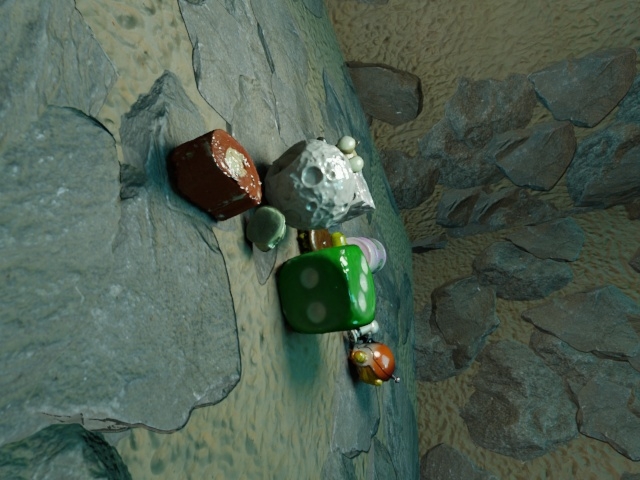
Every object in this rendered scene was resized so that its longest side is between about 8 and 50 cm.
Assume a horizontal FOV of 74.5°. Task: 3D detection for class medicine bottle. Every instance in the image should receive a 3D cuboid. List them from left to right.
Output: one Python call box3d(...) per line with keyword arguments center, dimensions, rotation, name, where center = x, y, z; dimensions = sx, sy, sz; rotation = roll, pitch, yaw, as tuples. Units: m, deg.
box3d(center=(0.210, 0.085, 2.199), dimensions=(0.325, 0.212, 0.212), rotation=(2, 76, -68), name="medicine bottle")

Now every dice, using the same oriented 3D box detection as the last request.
box3d(center=(0.032, 0.184, 1.568), dimensions=(0.297, 0.287, 0.300), rotation=(0, 77, -69), name="dice")

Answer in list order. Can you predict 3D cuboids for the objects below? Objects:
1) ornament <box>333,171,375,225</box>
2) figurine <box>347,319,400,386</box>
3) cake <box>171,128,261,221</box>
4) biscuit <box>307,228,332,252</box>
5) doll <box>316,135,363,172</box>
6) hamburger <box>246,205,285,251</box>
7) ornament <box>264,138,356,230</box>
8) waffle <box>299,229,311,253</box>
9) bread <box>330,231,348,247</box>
box3d(center=(0.084, -0.227, 1.958), dimensions=(0.239, 0.239, 0.240), rotation=(16, 54, -69), name="ornament")
box3d(center=(0.247, 0.555, 2.044), dimensions=(0.320, 0.196, 0.323), rotation=(15, 54, -74), name="figurine")
box3d(center=(-0.281, -0.185, 1.176), dimensions=(0.283, 0.150, 0.177), rotation=(42, 28, -57), name="cake")
box3d(center=(0.000, 0.000, 1.806), dimensions=(0.212, 0.036, 0.212), rotation=(45, 38, -51), name="biscuit")
box3d(center=(0.020, -0.311, 1.764), dimensions=(0.235, 0.329, 0.174), rotation=(69, 17, -3), name="doll")
box3d(center=(-0.176, -0.040, 1.372), dimensions=(0.140, 0.133, 0.062), rotation=(-53, 153, -2), name="hamburger")
box3d(center=(-0.031, -0.193, 1.542), dimensions=(0.337, 0.337, 0.337), rotation=(-13, 90, -69), name="ornament")
box3d(center=(-0.030, -0.002, 1.855), dimensions=(0.229, 0.051, 0.232), rotation=(63, 24, -28), name="waffle")
box3d(center=(0.091, 0.152, 1.971), dimensions=(0.166, 0.112, 0.384), rotation=(132, -52, -83), name="bread")
